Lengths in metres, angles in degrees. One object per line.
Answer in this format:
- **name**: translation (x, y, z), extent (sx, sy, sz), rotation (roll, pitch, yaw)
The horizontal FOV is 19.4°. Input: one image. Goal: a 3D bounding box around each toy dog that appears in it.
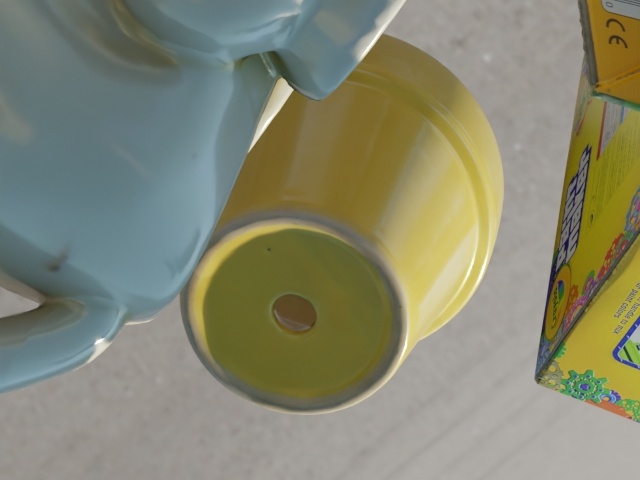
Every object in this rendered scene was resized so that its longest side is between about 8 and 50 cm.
- **toy dog**: translation (-0.183, -0.169, 0.845), extent (0.395, 0.408, 0.284), rotation (-54, -172, -5)

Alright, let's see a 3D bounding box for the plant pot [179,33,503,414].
- **plant pot**: translation (0.000, 0.000, 1.382), extent (0.254, 0.254, 0.239), rotation (-54, -173, 28)

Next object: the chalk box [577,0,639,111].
- **chalk box**: translation (0.259, -0.179, 0.790), extent (0.289, 0.179, 0.180), rotation (-39, 134, -29)

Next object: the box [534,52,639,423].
- **box**: translation (0.294, -0.027, 1.047), extent (0.177, 0.279, 0.290), rotation (117, -7, -45)
